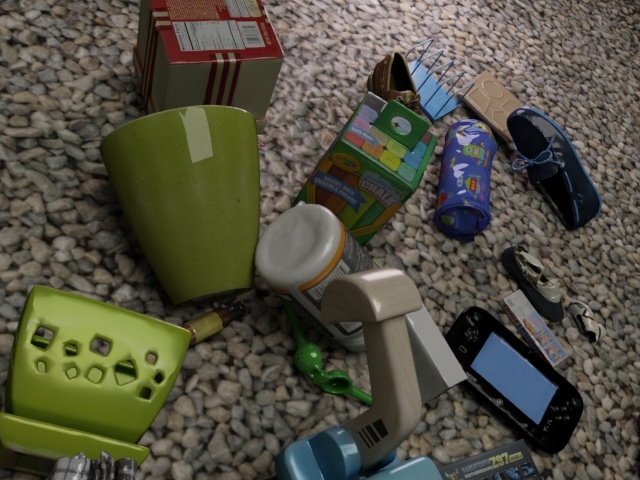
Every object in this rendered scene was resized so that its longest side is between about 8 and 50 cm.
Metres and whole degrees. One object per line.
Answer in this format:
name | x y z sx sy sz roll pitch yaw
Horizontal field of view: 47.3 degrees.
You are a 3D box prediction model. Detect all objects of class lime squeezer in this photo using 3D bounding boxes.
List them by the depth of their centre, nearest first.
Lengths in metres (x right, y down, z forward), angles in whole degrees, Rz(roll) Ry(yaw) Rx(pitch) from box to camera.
lime squeezer | 0.015 0.230 1.322 0.310 0.059 0.110 44 17 5

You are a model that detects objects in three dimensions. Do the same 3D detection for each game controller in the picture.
game controller | 0.384 0.279 1.470 0.319 0.067 0.166 41 49 2

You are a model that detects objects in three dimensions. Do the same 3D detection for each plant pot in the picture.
plant pot | -0.333 0.220 1.020 0.227 0.228 0.207 19 59 -17
plant pot | -0.212 -0.043 1.260 0.275 0.275 0.293 -9 80 -33

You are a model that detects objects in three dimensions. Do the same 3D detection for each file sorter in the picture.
file sorter | 0.290 -0.413 1.864 0.118 0.104 0.170 -33 79 -39

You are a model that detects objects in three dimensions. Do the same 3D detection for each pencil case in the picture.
pencil case | 0.341 -0.144 1.697 0.133 0.119 0.306 9 52 6

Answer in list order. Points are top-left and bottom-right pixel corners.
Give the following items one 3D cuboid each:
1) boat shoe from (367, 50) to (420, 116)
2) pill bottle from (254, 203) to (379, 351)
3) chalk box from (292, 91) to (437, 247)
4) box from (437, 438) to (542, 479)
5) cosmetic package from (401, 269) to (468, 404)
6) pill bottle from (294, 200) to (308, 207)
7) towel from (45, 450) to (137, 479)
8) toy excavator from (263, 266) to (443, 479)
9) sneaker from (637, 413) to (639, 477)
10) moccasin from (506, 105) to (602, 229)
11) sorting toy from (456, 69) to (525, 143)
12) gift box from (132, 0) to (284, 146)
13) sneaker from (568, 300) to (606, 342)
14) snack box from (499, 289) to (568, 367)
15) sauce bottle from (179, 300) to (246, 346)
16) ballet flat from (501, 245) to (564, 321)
boat shoe | 0.182 -0.318 1.738 0.110 0.104 0.307 2 58 -27
pill bottle | 0.021 0.075 1.276 0.278 0.162 0.162 48 36 -43
chalk box | 0.104 -0.155 1.463 0.180 0.289 0.179 33 49 -5
box | 0.305 0.473 1.298 0.232 0.059 0.183 -7 63 -31
cosmetic package | 0.177 0.184 1.399 0.060 0.099 0.239 -17 69 -35
pill bottle | 0.000 0.000 1.435 0.160 0.087 0.087 35 49 -2
towel | -0.300 0.398 0.871 0.121 0.284 0.235 18 53 -19
toy excavator | 0.073 0.309 1.027 0.222 0.445 0.433 -10 65 -34
sneaker | 0.702 0.459 1.515 0.087 0.083 0.221 7 52 -15
moccasin | 0.580 -0.181 1.830 0.117 0.138 0.342 -39 90 -27
sorting toy | 0.474 -0.360 1.978 0.193 0.038 0.208 45 45 5
gift box | -0.208 -0.334 1.432 0.276 0.258 0.255 -4 61 -22
sneaker | 0.608 0.186 1.673 0.044 0.040 0.109 -32 77 -37
snack box | 0.468 0.194 1.602 0.064 0.022 0.178 -21 71 -38
sauce bottle | -0.185 0.142 1.267 0.128 0.042 0.042 -24 72 -37
ballet flat | 0.493 0.092 1.654 0.074 0.074 0.203 -28 75 -39
